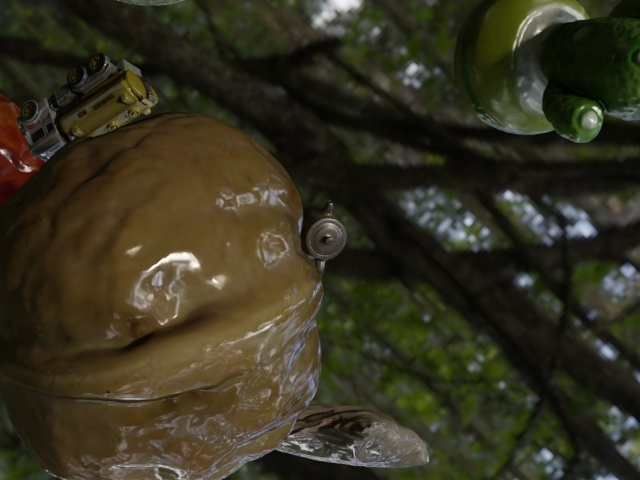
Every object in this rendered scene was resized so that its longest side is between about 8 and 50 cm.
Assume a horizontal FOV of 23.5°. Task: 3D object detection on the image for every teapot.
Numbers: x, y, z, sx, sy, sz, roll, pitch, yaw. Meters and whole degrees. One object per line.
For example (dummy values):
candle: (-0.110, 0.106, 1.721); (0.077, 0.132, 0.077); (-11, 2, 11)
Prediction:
teapot: (0.000, 0.000, 2.133); (0.068, 0.076, 0.121); (-141, -122, -65)

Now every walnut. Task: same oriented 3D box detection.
walnut: (-0.132, 0.056, 1.208); (0.285, 0.296, 0.285); (-6, -158, 2)

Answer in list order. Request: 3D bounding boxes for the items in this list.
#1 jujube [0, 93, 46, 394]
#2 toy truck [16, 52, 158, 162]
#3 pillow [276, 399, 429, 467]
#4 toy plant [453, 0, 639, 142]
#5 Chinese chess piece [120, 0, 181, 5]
jujube: (-0.327, 0.000, 1.622); (0.216, 0.342, 0.216); (-29, -179, 0)
toy truck: (-0.202, -0.111, 1.336); (0.123, 0.063, 0.052); (-32, 149, 18)
pillow: (-0.011, 0.240, 1.962); (0.173, 0.270, 0.067); (48, 51, -61)
toy plant: (0.302, -0.208, 1.789); (0.224, 0.184, 0.316); (-50, -154, -16)
Chinese chess piece: (-0.229, -0.391, 1.935); (0.238, 0.238, 0.092); (-39, -143, 54)
